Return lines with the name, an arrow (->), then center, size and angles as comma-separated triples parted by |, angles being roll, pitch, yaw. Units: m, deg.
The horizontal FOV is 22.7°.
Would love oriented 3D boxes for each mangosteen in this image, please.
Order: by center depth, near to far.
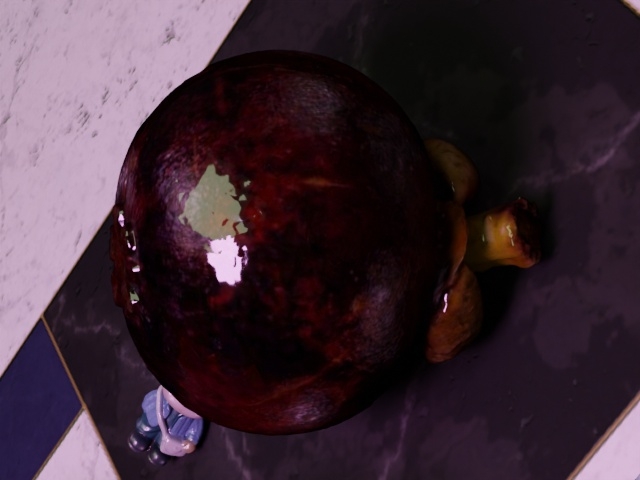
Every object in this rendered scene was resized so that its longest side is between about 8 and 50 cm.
mangosteen -> -0.019, -0.003, 1.229 | 0.297, 0.293, 0.297 | 44, 148, 36

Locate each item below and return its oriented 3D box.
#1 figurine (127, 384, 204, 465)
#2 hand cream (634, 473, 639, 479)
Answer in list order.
figurine -> -0.117, 0.141, 1.434 | 0.136, 0.077, 0.079 | -50, 7, 44
hand cream -> 0.305, 0.182, 0.944 | 0.109, 0.067, 0.321 | -62, 36, 12
